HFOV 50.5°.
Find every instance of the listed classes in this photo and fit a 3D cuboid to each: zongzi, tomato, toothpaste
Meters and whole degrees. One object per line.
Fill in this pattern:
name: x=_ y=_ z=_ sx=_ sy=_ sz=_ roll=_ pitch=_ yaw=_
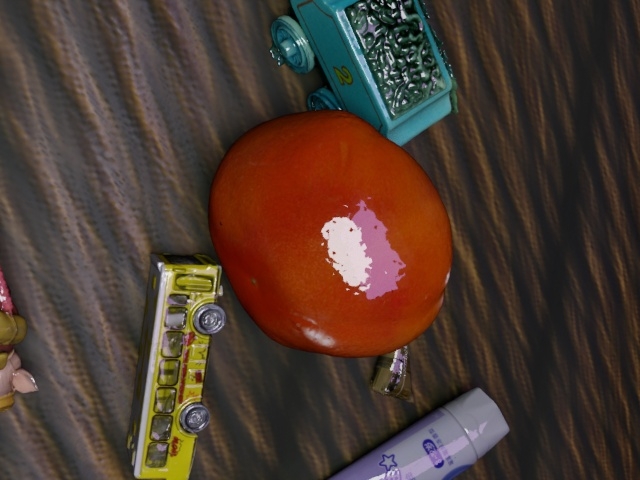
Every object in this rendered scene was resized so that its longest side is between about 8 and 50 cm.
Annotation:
zongzi: x=0.105 y=0.162 z=0.855 sx=0.083 sy=0.040 sz=0.076 roll=26 pitch=79 yaw=-39
tomato: x=0.003 y=0.000 z=0.657 sx=0.180 sy=0.259 sz=0.260 roll=-35 pitch=112 yaw=-33
toothpaste: x=0.066 y=0.314 z=0.844 sx=0.371 sy=0.080 sz=0.125 roll=-30 pitch=113 yaw=-11

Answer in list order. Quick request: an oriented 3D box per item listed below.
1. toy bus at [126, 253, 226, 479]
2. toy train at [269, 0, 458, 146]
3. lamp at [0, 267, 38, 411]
toy bus: x=-0.150 y=0.127 z=0.700 sx=0.074 sy=0.081 sz=0.226 roll=7 pitch=98 yaw=-22
toy train: x=0.043 y=-0.188 z=0.700 sx=0.112 sy=0.163 sz=0.203 roll=-37 pitch=112 yaw=-16
lamp: x=-0.313 y=0.086 z=0.592 sx=0.118 sy=0.118 sz=0.253 roll=-17 pitch=104 yaw=-23
